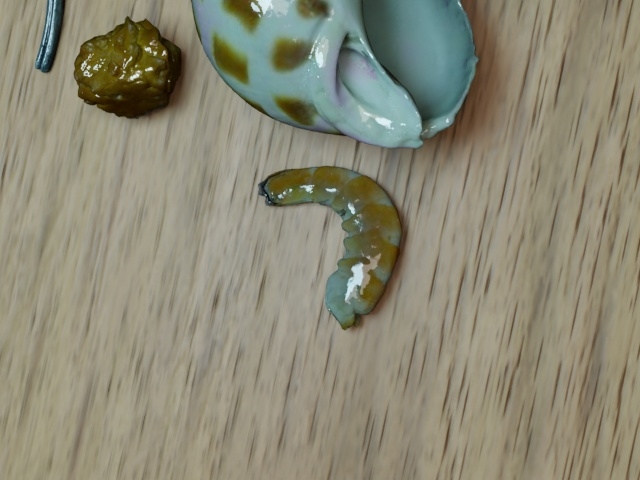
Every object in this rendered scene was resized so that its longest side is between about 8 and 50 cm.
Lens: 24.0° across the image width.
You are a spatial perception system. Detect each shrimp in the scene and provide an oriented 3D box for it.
[{"bbox_3d":[0.000,0.000,1.573,0.166,0.049,0.161,19,88,10],"label":"shrimp"}]

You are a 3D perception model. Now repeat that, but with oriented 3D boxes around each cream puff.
[{"bbox_3d":[-0.197,-0.183,1.571,0.116,0.122,0.094,-28,53,47],"label":"cream puff"}]

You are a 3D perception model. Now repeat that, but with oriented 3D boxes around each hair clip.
[{"bbox_3d":[-0.297,-0.297,1.629,0.070,0.039,0.229,-6,89,7],"label":"hair clip"}]

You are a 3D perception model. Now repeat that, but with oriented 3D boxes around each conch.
[{"bbox_3d":[-0.008,-0.247,1.508,0.249,0.197,0.368,-20,90,-19],"label":"conch"}]
